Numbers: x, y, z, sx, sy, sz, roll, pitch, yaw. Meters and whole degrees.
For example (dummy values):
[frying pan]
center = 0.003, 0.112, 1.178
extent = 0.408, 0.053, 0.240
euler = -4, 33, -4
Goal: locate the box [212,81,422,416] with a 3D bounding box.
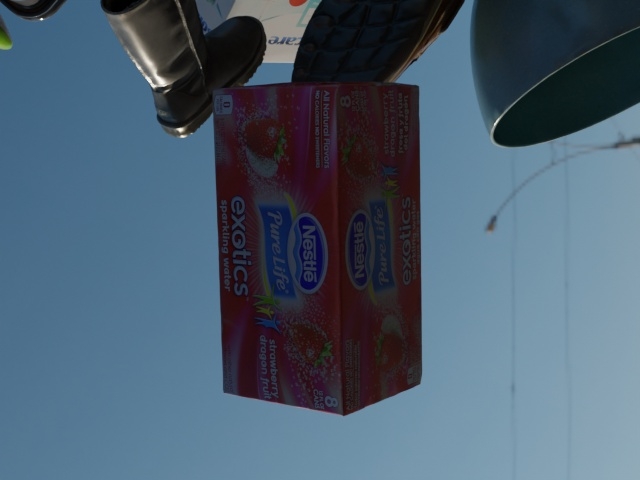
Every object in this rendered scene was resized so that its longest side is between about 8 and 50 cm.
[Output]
[box]
center = 0.000, 0.000, 0.850
extent = 0.122, 0.128, 0.257
euler = -11, -78, -53

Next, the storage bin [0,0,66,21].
[storage bin]
center = -0.169, -0.204, 0.604
extent = 0.098, 0.135, 0.091
euler = 42, -173, -9

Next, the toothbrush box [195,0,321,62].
[toothbrush box]
center = -0.035, -0.378, 1.336
extent = 0.216, 0.295, 0.126
euler = -7, -126, -41

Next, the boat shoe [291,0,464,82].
[boat shoe]
center = 0.097, -0.251, 1.101
extent = 0.324, 0.122, 0.120
euler = -55, -28, -3

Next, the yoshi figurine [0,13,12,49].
[yoshi figurine]
center = -0.457, -0.174, 1.064
extent = 0.203, 0.202, 0.362
euler = -64, -13, -81

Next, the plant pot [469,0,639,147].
[plant pot]
center = 0.282, -0.258, 1.155
extent = 0.290, 0.290, 0.196
euler = 5, -121, -63

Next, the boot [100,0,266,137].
[boot]
center = -0.136, -0.228, 1.073
extent = 0.190, 0.076, 0.208
euler = -59, -29, -26
